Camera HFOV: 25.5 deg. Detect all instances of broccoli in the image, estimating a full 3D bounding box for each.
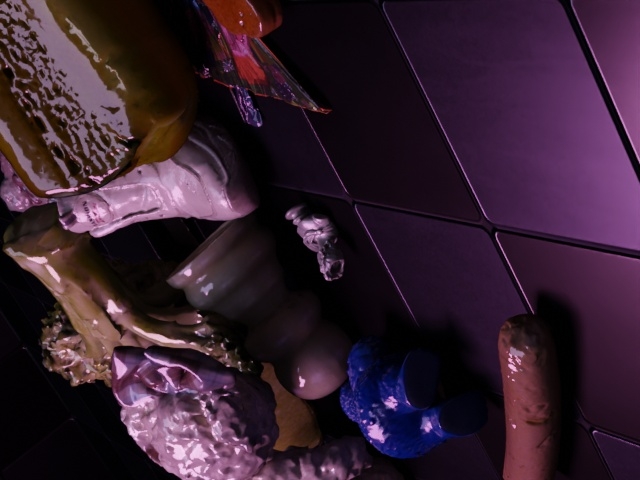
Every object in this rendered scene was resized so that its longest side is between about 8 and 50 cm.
[{"bbox_3d":[-0.308,0.092,2.001,0.397,0.275,0.353,22,138,-28],"label":"broccoli"}]

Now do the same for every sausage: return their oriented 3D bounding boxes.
[{"bbox_3d":[0.217,0.177,1.454,0.066,0.066,0.301,38,157,31],"label":"sausage"}]

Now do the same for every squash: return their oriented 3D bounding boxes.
[{"bbox_3d":[-0.106,0.259,2.166,0.220,0.133,0.220,49,165,17],"label":"squash"}]

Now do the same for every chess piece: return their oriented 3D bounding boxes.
[{"bbox_3d":[-0.058,0.092,1.794,0.251,0.144,0.144,47,160,-6],"label":"chess piece"}]

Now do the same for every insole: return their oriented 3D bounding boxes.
[{"bbox_3d":[-0.178,0.033,2.104,0.328,0.007,0.111,57,156,-14],"label":"insole"}]

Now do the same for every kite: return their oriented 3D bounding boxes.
[{"bbox_3d":[-0.105,-0.219,1.541,0.321,0.016,0.234,23,143,51],"label":"kite"}]

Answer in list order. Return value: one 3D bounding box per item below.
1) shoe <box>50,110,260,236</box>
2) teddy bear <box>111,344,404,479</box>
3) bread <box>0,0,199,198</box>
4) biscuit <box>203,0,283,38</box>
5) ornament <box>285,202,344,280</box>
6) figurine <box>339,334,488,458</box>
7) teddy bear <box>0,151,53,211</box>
[{"bbox_3d":[-0.227,-0.069,1.755,0.342,0.210,0.132,27,147,47],"label":"shoe"},{"bbox_3d":[-0.081,0.241,1.865,0.327,0.375,0.362,1,109,39],"label":"teddy bear"},{"bbox_3d":[-0.298,-0.235,1.596,0.251,0.208,0.376,-30,95,28],"label":"bread"},{"bbox_3d":[-0.148,-0.341,1.384,0.334,0.047,0.202,42,156,19],"label":"biscuit"},{"bbox_3d":[-0.002,-0.003,1.640,0.092,0.041,0.068,44,154,44],"label":"ornament"},{"bbox_3d":[0.084,0.194,1.668,0.164,0.121,0.262,47,161,2],"label":"figurine"},{"bbox_3d":[-0.414,-0.114,2.155,0.236,0.151,0.267,52,155,-19],"label":"teddy bear"}]
